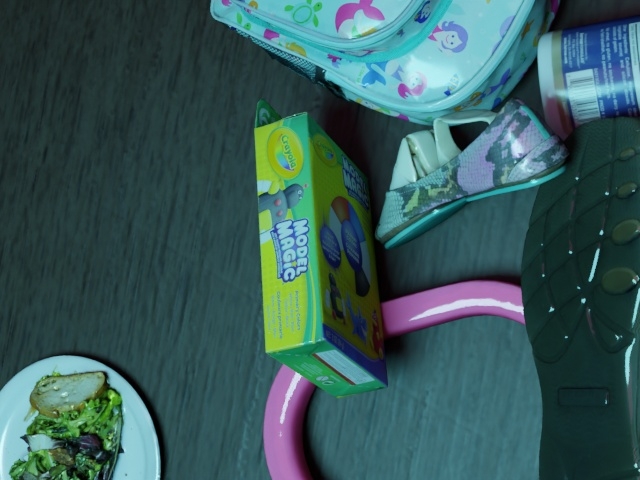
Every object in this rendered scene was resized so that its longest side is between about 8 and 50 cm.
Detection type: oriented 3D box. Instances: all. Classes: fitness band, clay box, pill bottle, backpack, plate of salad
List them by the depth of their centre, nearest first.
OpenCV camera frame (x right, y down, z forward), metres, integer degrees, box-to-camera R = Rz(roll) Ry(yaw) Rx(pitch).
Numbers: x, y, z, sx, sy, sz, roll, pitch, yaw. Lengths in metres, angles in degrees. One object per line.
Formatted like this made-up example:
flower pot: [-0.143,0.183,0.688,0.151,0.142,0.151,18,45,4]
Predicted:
pill bottle: [0.257,-0.126,0.892,0.169,0.094,0.094,-7,83,20]
clay box: [0.000,0.000,0.934,0.053,0.127,0.222,-14,63,21]
backpack: [0.059,-0.216,0.935,0.253,0.191,0.225,31,96,15]
fitness band: [0.091,0.147,0.957,0.290,0.054,0.209,-17,80,18]
plate of salad: [-0.240,0.207,1.084,0.199,0.048,0.200,-2,85,20]

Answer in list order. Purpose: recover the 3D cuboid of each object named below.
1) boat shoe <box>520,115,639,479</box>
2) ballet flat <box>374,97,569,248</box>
boat shoe: [0.227,0.075,0.856,0.122,0.119,0.324,-1,87,55]
ballet flat: [0.103,-0.057,0.908,0.221,0.077,0.079,-28,89,59]
